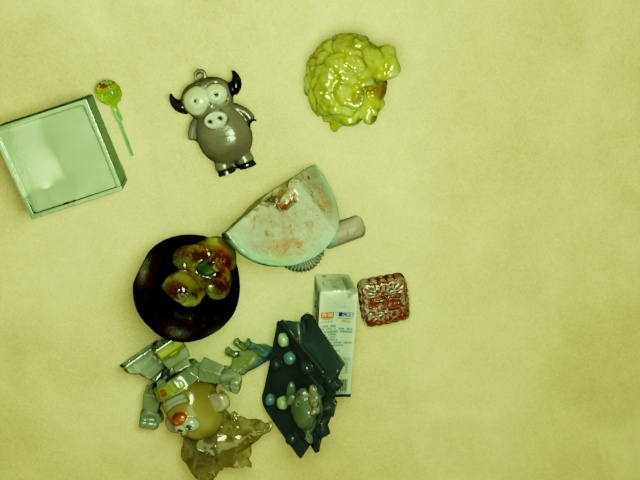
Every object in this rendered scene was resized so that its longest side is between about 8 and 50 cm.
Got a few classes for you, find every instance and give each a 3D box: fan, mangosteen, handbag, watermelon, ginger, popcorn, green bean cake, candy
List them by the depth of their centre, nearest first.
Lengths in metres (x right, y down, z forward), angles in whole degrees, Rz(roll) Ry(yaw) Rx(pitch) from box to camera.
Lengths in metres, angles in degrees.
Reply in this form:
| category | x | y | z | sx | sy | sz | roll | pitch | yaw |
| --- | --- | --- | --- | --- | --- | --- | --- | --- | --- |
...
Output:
| category | x | y | z | sx | sy | sz | roll | pitch | yaw |
| --- | --- | --- | --- | --- | --- | --- | --- | --- | --- |
| popcorn | 0.073 | -0.371 | 1.739 | 0.217 | 0.181 | 0.234 | -7 | 116 | -7 |
| candy | -0.485 | -0.291 | 1.765 | 0.058 | 0.062 | 0.193 | -41 | 128 | -41 |
| mangosteen | -0.306 | 0.101 | 1.773 | 0.275 | 0.274 | 0.302 | 31 | 142 | -16 |
| watermelon | -0.093 | -0.029 | 1.799 | 0.322 | 0.175 | 0.188 | -35 | 96 | -26 |
| handbag | -0.049 | 0.384 | 1.890 | 0.119 | 0.269 | 0.325 | -10 | 128 | -29 |
| fan | 0.000 | 0.000 | 1.914 | 0.245 | 0.074 | 0.130 | -19 | 99 | -7 |
| green bean cake | 0.172 | 0.161 | 1.994 | 0.135 | 0.056 | 0.135 | -10 | 109 | -3 |
| ginger | -0.259 | 0.540 | 2.025 | 0.270 | 0.123 | 0.218 | -28 | 93 | -2 |

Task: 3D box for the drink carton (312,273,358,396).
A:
| category | x | y | z | sx | sy | sz | roll | pitch | yaw |
| --- | --- | --- | --- | --- | --- | --- | --- | --- | --- |
| drink carton | 0.030 | 0.254 | 1.966 | 0.107 | 0.130 | 0.314 | -1 | 109 | -10 |

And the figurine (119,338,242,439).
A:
| category | x | y | z | sx | sy | sz | roll | pitch | yaw |
| --- | --- | --- | --- | --- | --- | --- | --- | --- | --- |
| figurine | -0.360 | 0.390 | 1.917 | 0.343 | 0.167 | 0.284 | -21 | 104 | 46 |

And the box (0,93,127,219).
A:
| category | x | y | z | sx | sy | sz | roll | pitch | yaw |
| --- | --- | --- | --- | --- | --- | --- | --- | --- | --- |
| box | -0.606 | -0.201 | 1.737 | 0.225 | 0.117 | 0.224 | -18 | 109 | -2 |

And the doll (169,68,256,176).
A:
| category | x | y | z | sx | sy | sz | roll | pitch | yaw |
| --- | --- | --- | --- | --- | --- | --- | --- | --- | --- |
| doll | -0.247 | -0.283 | 1.759 | 0.182 | 0.117 | 0.257 | -18 | 112 | 4 |

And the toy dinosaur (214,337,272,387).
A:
| category | x | y | z | sx | sy | sz | roll | pitch | yaw |
| --- | --- | --- | --- | --- | --- | --- | --- | --- | --- |
| toy dinosaur | -0.175 | 0.343 | 2.007 | 0.188 | 0.075 | 0.247 | 33 | 99 | -31 |
